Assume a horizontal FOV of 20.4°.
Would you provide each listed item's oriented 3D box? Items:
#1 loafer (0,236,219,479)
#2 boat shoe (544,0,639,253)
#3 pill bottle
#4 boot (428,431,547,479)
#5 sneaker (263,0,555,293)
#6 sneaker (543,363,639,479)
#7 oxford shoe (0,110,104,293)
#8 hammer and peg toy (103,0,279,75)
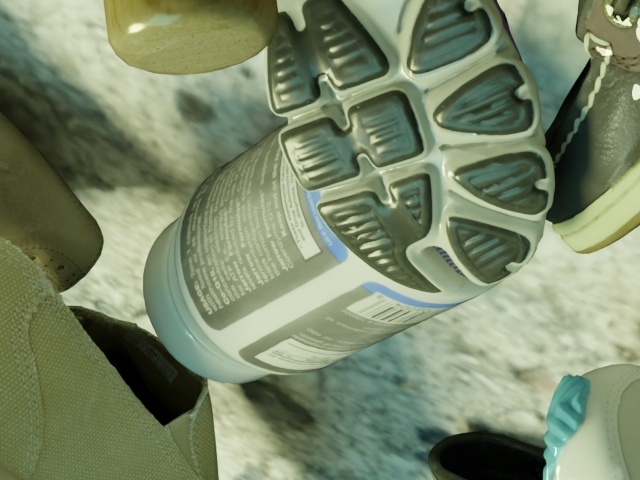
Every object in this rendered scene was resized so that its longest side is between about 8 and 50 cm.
[{"bbox_3d":[-0.075,0.082,0.663,0.102,0.092,0.268,31,172,31],"label":"loafer"},{"bbox_3d":[0.094,-0.083,0.411,0.073,0.080,0.223,35,142,3],"label":"boat shoe"},{"bbox_3d":[0.000,0.000,0.586,0.078,0.078,0.137,41,145,-15],"label":"pill bottle"},{"bbox_3d":[0.057,0.137,0.744,0.246,0.083,0.161,14,131,23],"label":"boot"},{"bbox_3d":[0.021,-0.070,0.456,0.068,0.071,0.170,-14,100,28],"label":"sneaker"},{"bbox_3d":[0.169,0.109,0.602,0.228,0.087,0.092,36,140,-22],"label":"sneaker"},{"bbox_3d":[-0.217,0.032,0.762,0.130,0.123,0.348,38,148,-20],"label":"oxford shoe"},{"bbox_3d":[-0.051,-0.134,0.211,0.266,0.127,0.361,-19,163,36],"label":"hammer and peg toy"}]
